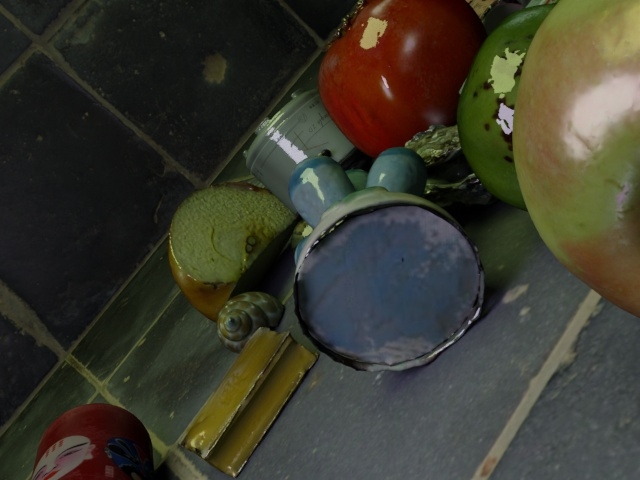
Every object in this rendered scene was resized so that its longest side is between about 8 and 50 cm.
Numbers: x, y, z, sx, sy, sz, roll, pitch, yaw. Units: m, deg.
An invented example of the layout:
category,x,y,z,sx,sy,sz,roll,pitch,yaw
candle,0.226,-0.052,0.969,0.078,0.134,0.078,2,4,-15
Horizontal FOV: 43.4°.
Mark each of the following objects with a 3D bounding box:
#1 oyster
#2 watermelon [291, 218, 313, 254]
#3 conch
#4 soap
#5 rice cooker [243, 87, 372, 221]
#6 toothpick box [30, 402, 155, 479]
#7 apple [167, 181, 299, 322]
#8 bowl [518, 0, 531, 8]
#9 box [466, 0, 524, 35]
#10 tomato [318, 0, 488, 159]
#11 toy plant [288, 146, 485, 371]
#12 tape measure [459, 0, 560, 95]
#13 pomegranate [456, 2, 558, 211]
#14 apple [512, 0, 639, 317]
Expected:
category,x,y,z,sx,sy,sz,roll,pitch,yaw
oyster,0.193,-0.107,1.218,0.162,0.158,0.351,-9,-14,-31
watermelon,0.000,0.000,1.478,0.105,0.105,0.133,-46,2,7
conch,-0.140,0.147,1.495,0.116,0.106,0.173,-9,23,35
soap,-0.115,0.246,1.260,0.233,0.076,0.135,-53,19,-19
rice cooker,-0.010,-0.169,1.659,0.241,0.227,0.280,-46,-5,1
toothpick box,-0.359,0.412,1.270,0.204,0.204,0.333,-48,18,-2
apple,-0.179,0.015,1.657,0.179,0.254,0.346,-1,32,32
bowl,0.401,-0.443,1.347,0.211,0.211,0.112,-2,73,66
box,0.323,-0.398,1.500,0.151,0.151,0.135,-46,24,5
tomato,0.147,-0.301,1.449,0.293,0.290,0.325,-54,11,-21
toy plant,0.067,-0.008,1.086,0.247,0.247,0.332,-43,22,15
tape measure,0.348,-0.280,1.218,0.243,0.125,0.246,-53,14,7
pomegranate,0.280,-0.140,0.906,0.270,0.254,0.254,30,77,43
apple,0.308,-0.086,0.597,0.319,0.319,0.277,-29,13,47
